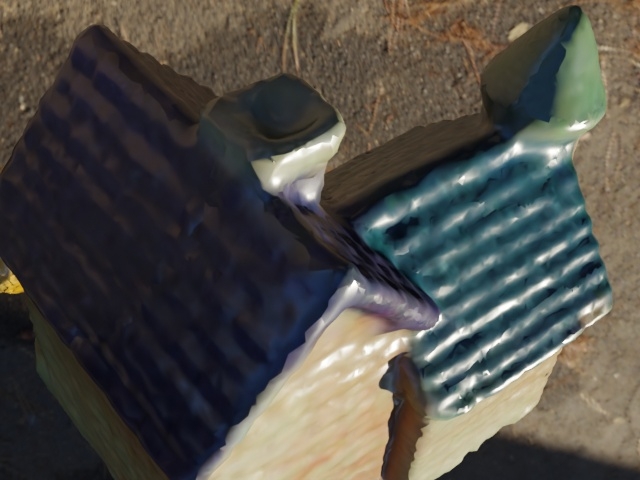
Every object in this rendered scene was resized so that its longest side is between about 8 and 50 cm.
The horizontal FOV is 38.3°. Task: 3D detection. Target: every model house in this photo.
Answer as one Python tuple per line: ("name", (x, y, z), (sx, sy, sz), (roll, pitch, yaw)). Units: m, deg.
("model house", (0.000, 0.000, 0.514), (0.312, 0.245, 0.280), (-28, 147, -24))

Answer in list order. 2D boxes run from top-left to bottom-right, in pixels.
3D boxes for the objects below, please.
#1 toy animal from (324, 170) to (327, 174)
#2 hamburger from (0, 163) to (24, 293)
("toy animal", (-0.025, 0.064, 0.839), (0.195, 0.213, 0.256), (41, 85, -32))
("hamburger", (-0.345, -0.028, 1.194), (0.244, 0.244, 0.163), (-32, 94, 14))
